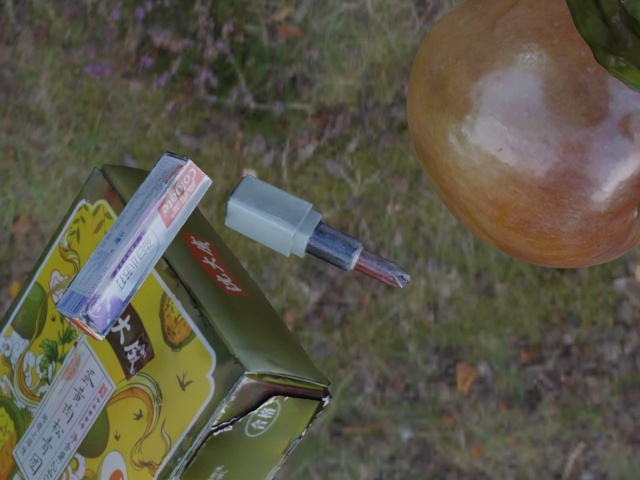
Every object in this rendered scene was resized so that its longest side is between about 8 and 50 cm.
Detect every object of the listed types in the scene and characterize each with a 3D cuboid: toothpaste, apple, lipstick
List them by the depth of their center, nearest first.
[{"bbox_3d":[0.000,0.000,0.791,0.107,0.025,0.025,26,143,7],"label":"lipstick"},{"bbox_3d":[0.194,-0.107,1.159,0.254,0.253,0.253,1,126,2],"label":"apple"},{"bbox_3d":[-0.182,0.003,1.411,0.040,0.196,0.047,13,155,51],"label":"toothpaste"}]

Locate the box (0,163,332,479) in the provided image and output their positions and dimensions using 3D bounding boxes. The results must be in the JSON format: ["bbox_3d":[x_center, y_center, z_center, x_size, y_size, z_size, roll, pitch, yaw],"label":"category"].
[{"bbox_3d":[-0.223,0.189,1.579,0.138,0.373,0.420,17,115,-43],"label":"box"}]

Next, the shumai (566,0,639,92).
[{"bbox_3d":[0.250,-0.141,0.528,0.309,0.263,0.304,15,114,-33],"label":"shumai"}]
